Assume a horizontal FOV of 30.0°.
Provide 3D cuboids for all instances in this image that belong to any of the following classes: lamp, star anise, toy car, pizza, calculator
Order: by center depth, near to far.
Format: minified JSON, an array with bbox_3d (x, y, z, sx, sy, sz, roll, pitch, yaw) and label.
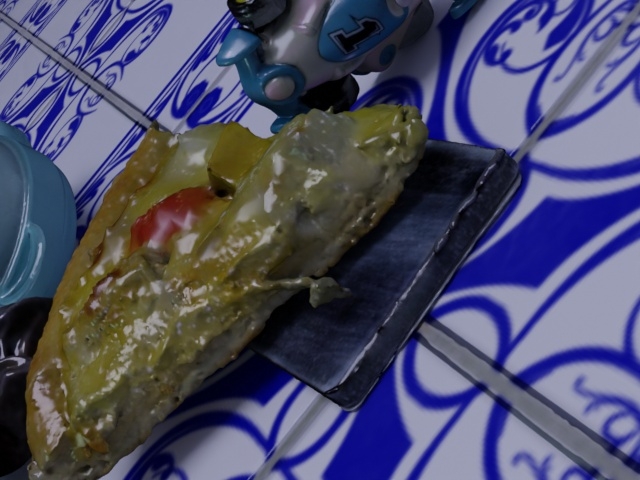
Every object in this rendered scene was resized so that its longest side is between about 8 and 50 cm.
[{"bbox_3d":[-0.057,-0.017,0.701,0.288,0.075,0.280,-32,33,30],"label":"pizza"},{"bbox_3d":[0.000,0.000,0.707,0.161,0.021,0.261,-54,25,-7],"label":"calculator"},{"bbox_3d":[0.019,-0.147,0.750,0.098,0.126,0.161,9,56,48],"label":"toy car"},{"bbox_3d":[-0.265,0.151,0.815,0.283,0.129,0.212,-32,23,36],"label":"star anise"},{"bbox_3d":[-0.307,-0.004,1.059,0.209,0.147,0.284,-44,25,18],"label":"lamp"}]
